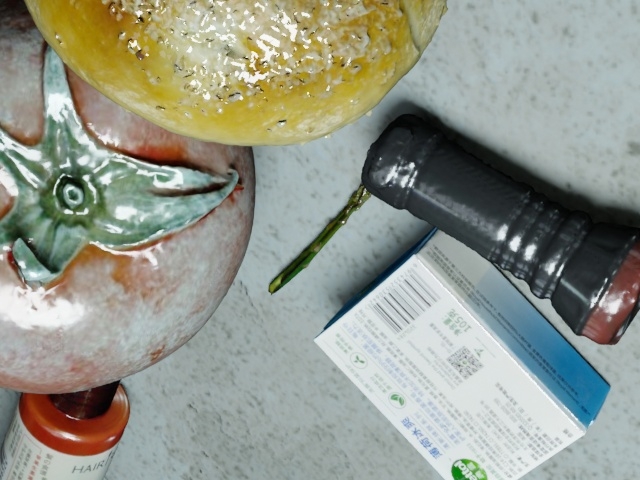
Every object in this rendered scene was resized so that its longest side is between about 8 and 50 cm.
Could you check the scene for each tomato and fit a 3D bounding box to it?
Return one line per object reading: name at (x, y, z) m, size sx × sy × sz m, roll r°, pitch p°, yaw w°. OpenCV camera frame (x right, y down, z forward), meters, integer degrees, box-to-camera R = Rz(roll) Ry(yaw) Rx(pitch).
tomato at (-0.208, -0.037, 1.176) m, size 0.316 × 0.317 × 0.282 m, roll 61°, pitch 169°, yaw -13°

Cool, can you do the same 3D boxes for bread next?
bread at (-0.056, -0.212, 1.016) m, size 0.305 × 0.305 × 0.159 m, roll 40°, pitch 169°, yaw 4°

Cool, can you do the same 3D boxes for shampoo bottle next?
shampoo bottle at (-0.247, 0.188, 1.453) m, size 0.104 × 0.104 × 0.278 m, roll 33°, pitch 128°, yaw 9°

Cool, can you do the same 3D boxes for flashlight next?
flashlight at (0.140, -0.013, 1.143) m, size 0.232 × 0.093 × 0.093 m, roll 32°, pitch 127°, yaw 16°

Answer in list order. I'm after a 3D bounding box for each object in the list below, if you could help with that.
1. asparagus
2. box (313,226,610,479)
asparagus at (0.000, 0.000, 1.268) m, size 0.016 × 0.013 × 0.166 m, roll 38°, pitch 130°, yaw -8°
box at (0.113, 0.101, 1.222) m, size 0.194 × 0.073 × 0.139 m, roll 46°, pitch 128°, yaw -1°
